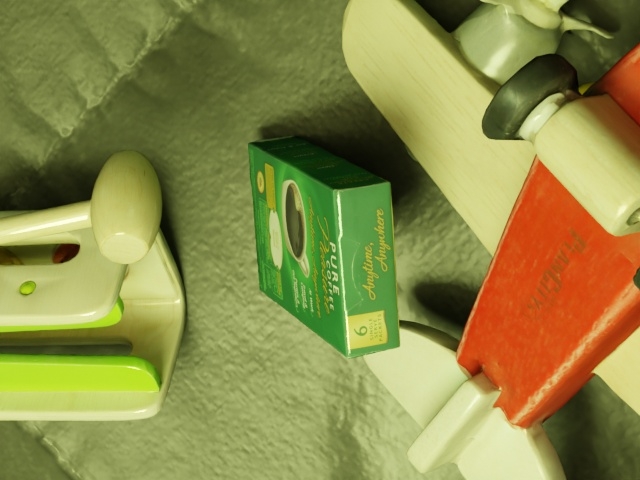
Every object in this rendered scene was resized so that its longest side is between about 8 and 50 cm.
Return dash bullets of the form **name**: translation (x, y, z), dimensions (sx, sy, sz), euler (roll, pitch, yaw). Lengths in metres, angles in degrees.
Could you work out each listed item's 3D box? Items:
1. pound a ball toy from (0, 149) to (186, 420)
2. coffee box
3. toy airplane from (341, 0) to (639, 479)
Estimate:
- **pound a ball toy**: translation (-0.231, 0.014, 1.220), dimensions (0.319, 0.136, 0.208), euler (-2, 139, 15)
- **coffee box**: translation (0.000, 0.000, 1.154), dimensions (0.040, 0.184, 0.113), euler (-8, 104, -18)
- **toy airplane**: translation (0.192, 0.011, 1.086), dimensions (0.384, 0.272, 0.386), euler (6, 120, 52)
